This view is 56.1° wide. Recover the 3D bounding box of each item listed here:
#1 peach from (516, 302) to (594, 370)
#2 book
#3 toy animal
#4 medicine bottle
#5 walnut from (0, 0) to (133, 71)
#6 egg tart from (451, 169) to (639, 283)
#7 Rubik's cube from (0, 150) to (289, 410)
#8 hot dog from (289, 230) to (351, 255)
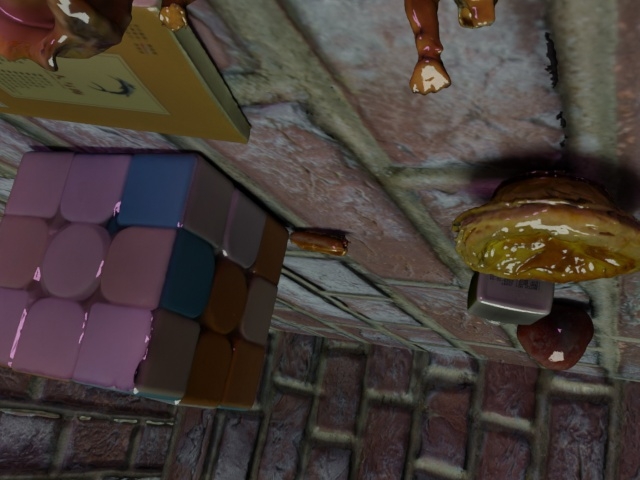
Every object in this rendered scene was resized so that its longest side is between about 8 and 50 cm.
[{"bbox_3d":[0.506,0.190,1.275,0.152,0.152,0.152,11,165,3],"label":"peach"},{"bbox_3d":[-0.291,-0.186,0.641,0.389,0.032,0.269,9,166,11],"label":"book"},{"bbox_3d":[-0.008,-0.184,0.354,0.255,0.116,0.114,16,142,3],"label":"toy animal"},{"bbox_3d":[0.346,0.105,1.125,0.132,0.088,0.188,10,165,7],"label":"medicine bottle"},{"bbox_3d":[-0.137,-0.207,0.251,0.204,0.141,0.238,36,152,-20],"label":"walnut"},{"bbox_3d":[0.274,-0.013,0.720,0.241,0.106,0.241,8,163,2],"label":"egg tart"},{"bbox_3d":[-0.294,0.075,0.995,0.347,0.347,0.344,6,163,22],"label":"Rubik's cube"},{"bbox_3d":[0.000,0.000,1.107,0.133,0.041,0.056,10,167,34],"label":"hot dog"}]
